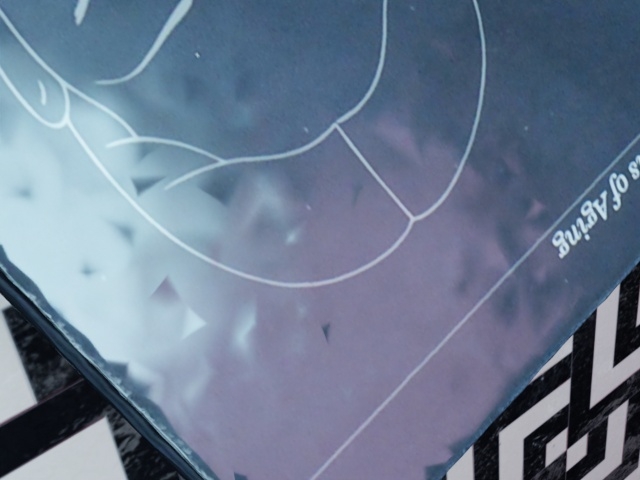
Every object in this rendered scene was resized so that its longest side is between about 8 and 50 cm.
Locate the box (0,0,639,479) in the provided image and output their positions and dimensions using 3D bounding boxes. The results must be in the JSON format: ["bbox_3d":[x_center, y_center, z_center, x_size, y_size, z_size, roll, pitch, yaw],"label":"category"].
[{"bbox_3d":[-0.028,-0.169,0.539,0.480,0.297,0.471,-44,106,-14],"label":"box"}]
